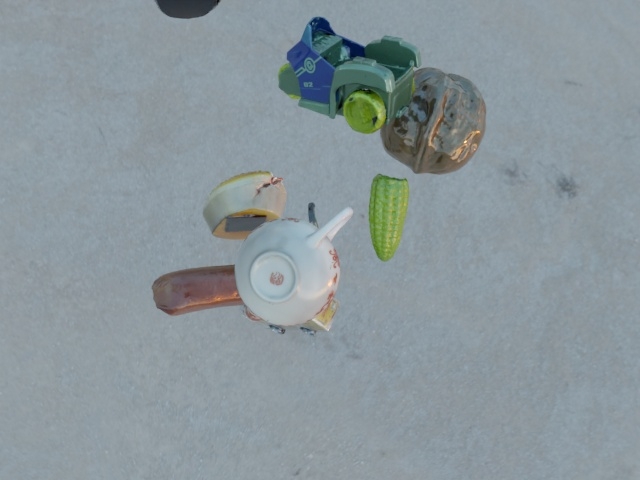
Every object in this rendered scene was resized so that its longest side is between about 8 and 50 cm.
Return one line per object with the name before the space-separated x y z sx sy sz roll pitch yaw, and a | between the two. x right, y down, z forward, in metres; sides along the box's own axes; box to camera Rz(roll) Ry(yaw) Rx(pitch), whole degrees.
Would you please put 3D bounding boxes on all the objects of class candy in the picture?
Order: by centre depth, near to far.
candy | 0.158 -0.052 1.378 0.096 0.097 0.210 -1 103 -15

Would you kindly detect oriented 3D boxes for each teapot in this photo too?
teapot | -0.042 0.039 0.871 0.245 0.116 0.159 -38 73 11

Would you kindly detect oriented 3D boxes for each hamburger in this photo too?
hamburger | -0.225 -0.103 1.717 0.227 0.295 0.152 -1 75 -28

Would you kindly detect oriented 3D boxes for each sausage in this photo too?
sausage | -0.195 0.094 1.189 0.300 0.083 0.089 -3 79 -42

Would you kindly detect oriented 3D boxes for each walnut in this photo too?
walnut | 0.282 -0.297 1.484 0.273 0.227 0.273 -4 103 -16

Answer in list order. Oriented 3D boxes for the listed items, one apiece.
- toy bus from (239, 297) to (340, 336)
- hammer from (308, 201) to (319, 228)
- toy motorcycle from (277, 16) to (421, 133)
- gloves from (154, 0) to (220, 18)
toy bus | -0.089 0.182 1.553 0.138 0.342 0.097 36 66 -29
hammer | 0.000 0.000 1.415 0.017 0.182 0.062 -13 26 9
toy motorcycle | 0.044 -0.382 1.299 0.326 0.200 0.191 20 44 22
gloves | -0.149 -0.337 0.600 0.097 0.119 0.229 -8 78 -45
